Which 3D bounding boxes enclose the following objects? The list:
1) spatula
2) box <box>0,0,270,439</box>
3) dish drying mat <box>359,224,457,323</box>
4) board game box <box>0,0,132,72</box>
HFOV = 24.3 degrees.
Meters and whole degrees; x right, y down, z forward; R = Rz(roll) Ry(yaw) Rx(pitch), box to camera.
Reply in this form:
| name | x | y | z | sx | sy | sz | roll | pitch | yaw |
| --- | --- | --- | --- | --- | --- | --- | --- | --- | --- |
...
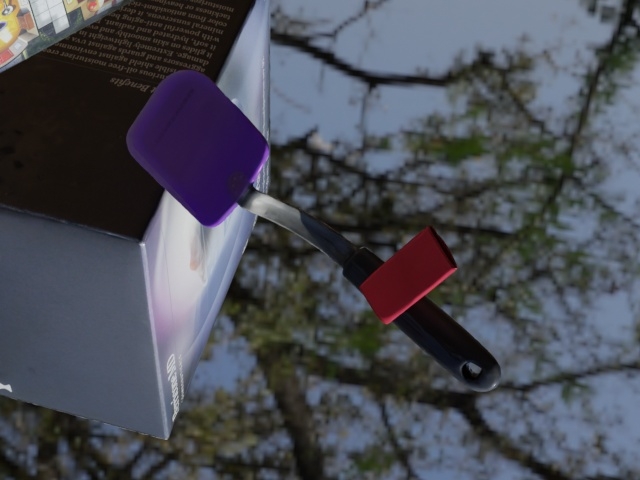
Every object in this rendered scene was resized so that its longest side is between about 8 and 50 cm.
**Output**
| name | x | y | z | sx | sy | sz | roll | pitch | yaw |
| --- | --- | --- | --- | --- | --- | --- | --- | --- | --- |
| spatula | 0.000 | 0.000 | 0.969 | 0.296 | 0.084 | 0.030 | 37 | -152 | 1 |
| box | -0.163 | -0.042 | 1.235 | 0.183 | 0.296 | 0.294 | 15 | -124 | 9 |
| dish drying mat | 0.054 | 0.022 | 0.923 | 0.008 | 0.083 | 0.032 | -21 | -105 | -40 |
| board game box | -0.187 | -0.144 | 0.784 | 0.260 | 0.136 | 0.030 | -33 | -127 | -18 |
